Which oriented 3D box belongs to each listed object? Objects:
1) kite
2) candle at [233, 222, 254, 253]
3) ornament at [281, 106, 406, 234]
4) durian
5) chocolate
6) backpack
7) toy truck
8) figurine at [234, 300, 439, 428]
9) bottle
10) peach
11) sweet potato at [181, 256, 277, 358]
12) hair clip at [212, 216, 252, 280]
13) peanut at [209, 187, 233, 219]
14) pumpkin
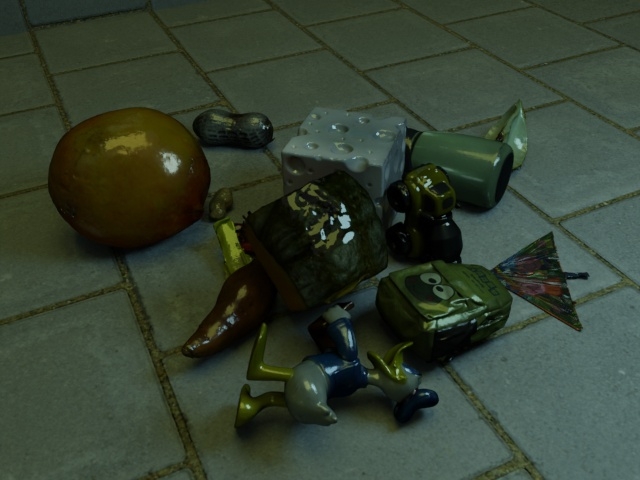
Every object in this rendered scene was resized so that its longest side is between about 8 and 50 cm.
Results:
[{"bbox_3d":[0.477,0.078,1.456,0.233,0.016,0.321,2,38,4],"label":"kite"},{"bbox_3d":[-0.083,-0.003,1.541,0.301,0.059,0.084,1,60,5],"label":"candle"},{"bbox_3d":[0.061,-0.151,1.579,0.239,0.240,0.239,10,39,15],"label":"ornament"},{"bbox_3d":[0.498,-0.281,1.813,0.144,0.139,0.252,21,47,33],"label":"durian"},{"bbox_3d":[-0.254,-0.327,1.920,0.247,0.110,0.110,3,38,5],"label":"chocolate"},{"bbox_3d":[0.247,0.132,1.305,0.253,0.140,0.207,-12,39,-24],"label":"backpack"},{"bbox_3d":[0.247,-0.048,1.461,0.147,0.225,0.165,-24,37,-27],"label":"toy truck"},{"bbox_3d":[0.045,0.240,1.188,0.338,0.205,0.284,16,33,2],"label":"figurine"},{"bbox_3d":[0.307,-0.201,1.702,0.346,0.169,0.168,17,42,26],"label":"bottle"},{"bbox_3d":[-0.439,-0.153,1.559,0.372,0.290,0.373,2,39,-2],"label":"peach"},{"bbox_3d":[-0.154,0.121,1.349,0.112,0.112,0.359,11,42,16],"label":"sweet potato"},{"bbox_3d":[-0.197,0.033,1.485,0.072,0.046,0.173,-25,63,-4],"label":"hair clip"},{"bbox_3d":[-0.252,-0.092,1.669,0.053,0.054,0.113,7,42,10],"label":"peanut"},{"bbox_3d":[0.000,0.000,1.334,0.303,0.256,0.226,-28,89,-45],"label":"pumpkin"}]
